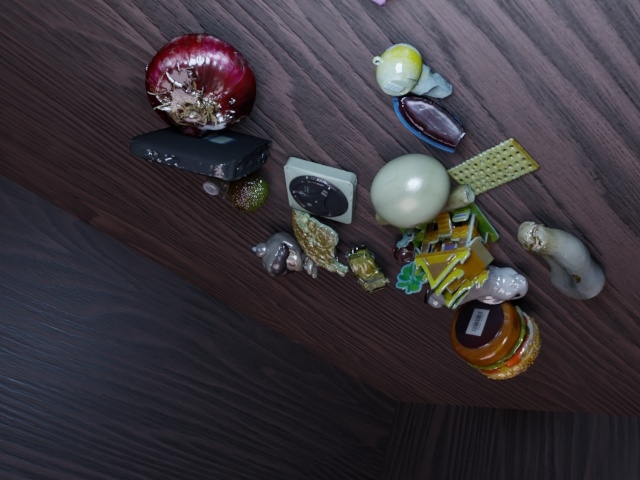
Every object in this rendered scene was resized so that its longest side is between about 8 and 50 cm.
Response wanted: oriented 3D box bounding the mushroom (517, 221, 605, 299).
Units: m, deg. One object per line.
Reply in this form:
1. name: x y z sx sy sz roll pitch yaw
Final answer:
1. mushroom: 0.782 0.060 1.388 0.177 0.126 0.397 0 148 48

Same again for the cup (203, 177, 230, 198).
1. cup: -0.421 -0.231 1.734 0.074 0.099 0.102 13 149 17

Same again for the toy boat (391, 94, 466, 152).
1. toy boat: 0.286 -0.320 1.141 0.223 0.100 0.097 31 -173 -8

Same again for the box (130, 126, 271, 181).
1. box: -0.364 -0.293 1.364 0.349 0.359 0.091 16 116 10

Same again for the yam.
1. yam: 0.339 -0.111 1.432 0.083 0.083 0.371 40 150 -28

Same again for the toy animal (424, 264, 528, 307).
1. toy animal: 0.597 0.171 1.647 0.356 0.194 0.258 9 139 7

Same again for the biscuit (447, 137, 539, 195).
1. biscuit: 0.499 -0.206 1.249 0.139 0.016 0.231 36 147 -20

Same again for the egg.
1. egg: 0.268 -0.147 1.292 0.219 0.219 0.269 29 152 -12

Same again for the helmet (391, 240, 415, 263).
1. helmet: 0.324 0.033 1.713 0.089 0.057 0.111 -33 121 14

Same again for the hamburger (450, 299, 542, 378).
1. hamburger: 0.729 0.403 1.782 0.250 0.330 0.329 34 149 -24

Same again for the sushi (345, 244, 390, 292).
1. sushi: 0.219 0.129 1.886 0.139 0.131 0.291 -18 129 18

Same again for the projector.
1. projector: -0.001 -0.173 1.570 0.258 0.079 0.257 17 151 12

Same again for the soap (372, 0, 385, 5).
1. soap: 0.072 -0.585 0.862 0.203 0.066 0.122 27 150 -8

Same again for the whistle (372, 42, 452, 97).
1. whistle: 0.225 -0.407 1.038 0.222 0.123 0.123 12 155 -22

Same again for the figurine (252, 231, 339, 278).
1. figurine: -0.106 0.065 1.934 0.379 0.204 0.248 0 162 10

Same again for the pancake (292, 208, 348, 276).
1. pancake: 0.001 -0.003 1.771 0.197 0.054 0.377 -15 117 39

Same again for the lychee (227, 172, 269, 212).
1. lychee: -0.273 -0.192 1.654 0.171 0.171 0.171 16 150 10

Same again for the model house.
1. model house: 0.384 0.064 1.472 0.357 0.313 0.242 -10 135 45

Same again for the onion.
1. onion: -0.334 -0.446 1.225 0.313 0.233 0.314 -4 147 -3
